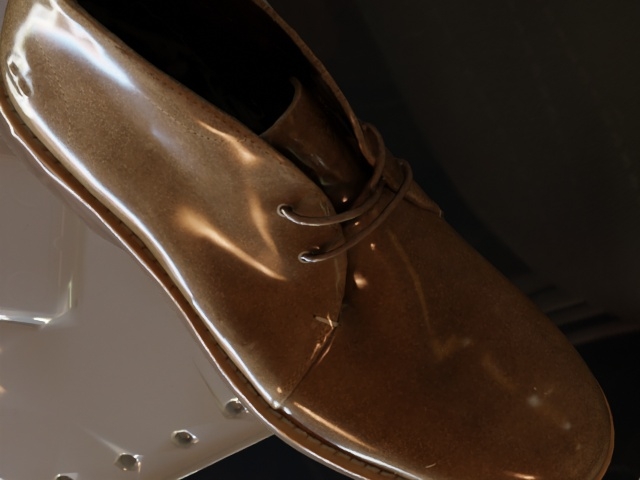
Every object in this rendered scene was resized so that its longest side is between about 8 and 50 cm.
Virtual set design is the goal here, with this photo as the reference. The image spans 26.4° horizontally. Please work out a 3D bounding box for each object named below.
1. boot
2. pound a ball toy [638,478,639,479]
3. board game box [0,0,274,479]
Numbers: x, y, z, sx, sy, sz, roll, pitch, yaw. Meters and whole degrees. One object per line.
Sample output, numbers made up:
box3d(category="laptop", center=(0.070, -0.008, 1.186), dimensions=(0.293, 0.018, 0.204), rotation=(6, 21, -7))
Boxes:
box3d(category="boot", center=(0.000, 0.000, 0.524), dimensions=(0.305, 0.112, 0.115), rotation=(39, 155, -3))
box3d(category="pound a ball toy", center=(0.216, 0.143, 0.539), dimensions=(0.208, 0.319, 0.136), rotation=(38, 171, 6))
box3d(category="board game box", center=(-0.174, -0.020, 0.694), dimensions=(0.390, 0.050, 0.390), rotation=(-28, 120, 22))
